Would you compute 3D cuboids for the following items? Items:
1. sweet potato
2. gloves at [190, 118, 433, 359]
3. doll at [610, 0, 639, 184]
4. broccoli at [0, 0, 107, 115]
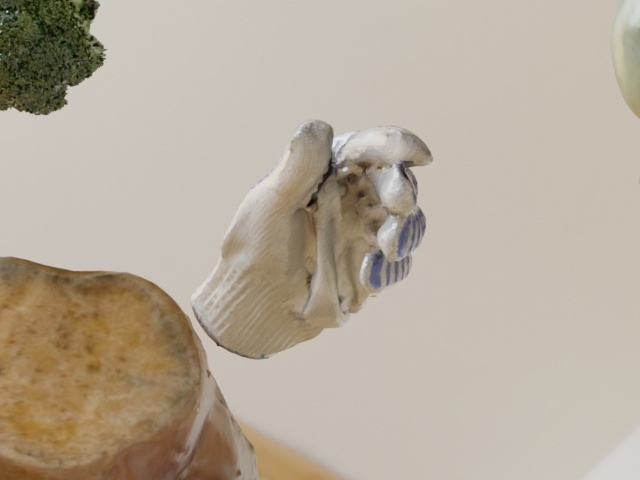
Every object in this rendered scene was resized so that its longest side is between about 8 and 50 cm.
[{"bbox_3d":[-0.062,0.074,0.517,0.097,0.097,0.252,49,-8,21],"label":"sweet potato"},{"bbox_3d":[0.000,-0.003,0.996,0.119,0.229,0.097,30,54,-17],"label":"gloves"},{"bbox_3d":[0.267,-0.101,1.175,0.155,0.113,0.275,-39,113,-54],"label":"doll"},{"bbox_3d":[-0.266,-0.196,1.380,0.195,0.195,0.156,37,57,-20],"label":"broccoli"}]
